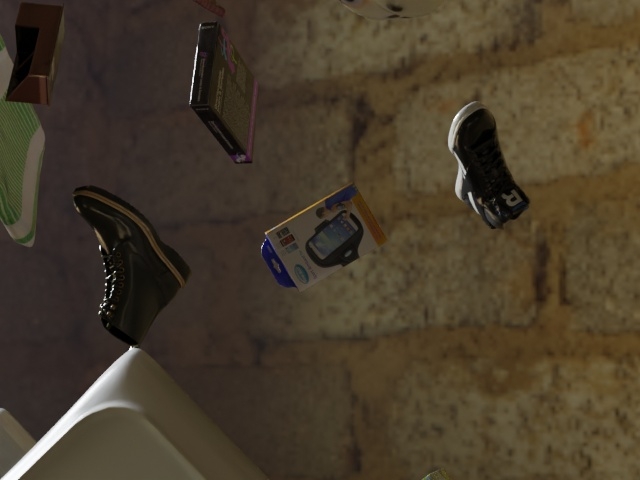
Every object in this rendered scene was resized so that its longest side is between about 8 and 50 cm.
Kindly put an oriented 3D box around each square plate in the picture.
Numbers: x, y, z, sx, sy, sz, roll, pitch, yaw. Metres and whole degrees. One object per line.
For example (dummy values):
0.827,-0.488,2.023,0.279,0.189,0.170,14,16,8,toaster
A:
-0.185,0.303,1.034,0.344,0.347,0.049,40,-12,29,square plate

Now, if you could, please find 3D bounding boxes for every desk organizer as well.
-0.325,-0.214,1.401,0.050,0.130,0.047,5,-42,-6,desk organizer

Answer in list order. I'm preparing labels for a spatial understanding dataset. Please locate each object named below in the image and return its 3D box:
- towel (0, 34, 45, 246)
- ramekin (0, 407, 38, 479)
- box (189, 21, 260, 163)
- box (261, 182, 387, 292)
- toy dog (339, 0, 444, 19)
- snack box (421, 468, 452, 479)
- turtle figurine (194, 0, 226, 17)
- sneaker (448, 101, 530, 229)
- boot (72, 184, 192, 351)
-0.407,-0.180,1.515,0.038,0.248,0.325,-10,-50,1,towel
-0.540,0.376,1.851,0.277,0.135,0.277,-37,5,4,ramekin
-0.117,-0.181,1.533,0.029,0.116,0.162,-2,-23,15,box
0.000,0.000,1.438,0.136,0.081,0.028,-31,5,-6,box
0.150,-0.472,1.590,0.284,0.408,0.395,22,21,-46,toy dog
0.203,0.417,1.863,0.037,0.141,0.100,-38,-15,12,snack box
-0.146,-0.423,1.576,0.266,0.198,0.274,9,-16,-25,turtle figurine
0.252,-0.098,1.760,0.079,0.121,0.217,-35,-32,-12,sneaker
-0.262,0.037,1.565,0.198,0.137,0.077,44,-30,-27,boot
